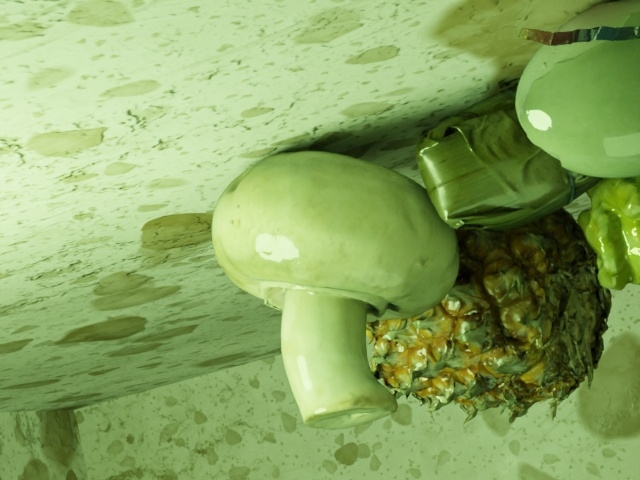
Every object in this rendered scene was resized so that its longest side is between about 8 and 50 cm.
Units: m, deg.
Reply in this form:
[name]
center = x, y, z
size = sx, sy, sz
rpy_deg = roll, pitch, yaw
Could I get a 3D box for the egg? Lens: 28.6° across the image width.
[egg]
center = 0.304, -0.154, 1.285
size = 0.217, 0.183, 0.183
rpy_deg = -10, 169, -18

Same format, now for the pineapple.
[pineapple]
center = 0.240, 0.100, 1.802
size = 0.300, 0.352, 0.352
rpy_deg = 6, -176, 37

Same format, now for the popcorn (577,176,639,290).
[popcorn]
center = 0.473, -0.046, 1.575
size = 0.312, 0.312, 0.312
rpy_deg = -13, 170, -2

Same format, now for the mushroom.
[mushroom]
center = 0.035, 0.022, 1.560
size = 0.315, 0.356, 0.315
rpy_deg = -19, 133, -22

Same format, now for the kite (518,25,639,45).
[kite]
center = 0.356, -0.241, 1.144
size = 0.360, 0.022, 0.204
rpy_deg = -10, 143, -14

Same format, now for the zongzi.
[zongzi]
center = 0.311, -0.138, 1.544
size = 0.360, 0.160, 0.323
rpy_deg = -29, 178, 13
